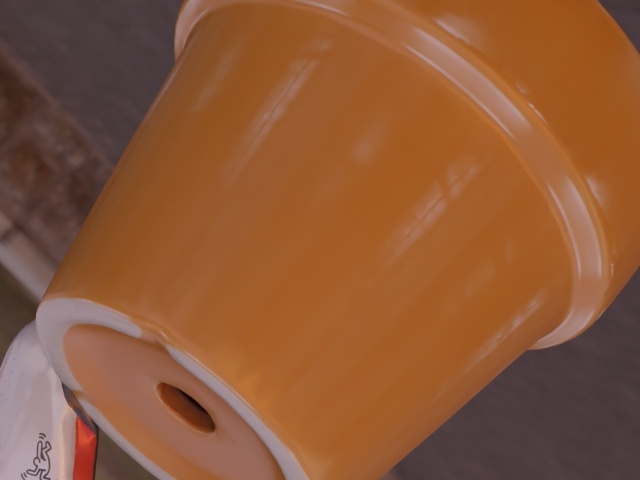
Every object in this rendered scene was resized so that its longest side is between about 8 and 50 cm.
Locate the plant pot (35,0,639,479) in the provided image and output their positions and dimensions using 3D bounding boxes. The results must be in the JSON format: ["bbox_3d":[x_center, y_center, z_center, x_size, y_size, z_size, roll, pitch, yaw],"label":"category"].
[{"bbox_3d":[0.000,0.000,0.684,0.205,0.188,0.205,30,152,18],"label":"plant pot"}]

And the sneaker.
[{"bbox_3d":[-0.207,0.165,0.956,0.145,0.270,0.090,5,-163,-23],"label":"sneaker"}]
